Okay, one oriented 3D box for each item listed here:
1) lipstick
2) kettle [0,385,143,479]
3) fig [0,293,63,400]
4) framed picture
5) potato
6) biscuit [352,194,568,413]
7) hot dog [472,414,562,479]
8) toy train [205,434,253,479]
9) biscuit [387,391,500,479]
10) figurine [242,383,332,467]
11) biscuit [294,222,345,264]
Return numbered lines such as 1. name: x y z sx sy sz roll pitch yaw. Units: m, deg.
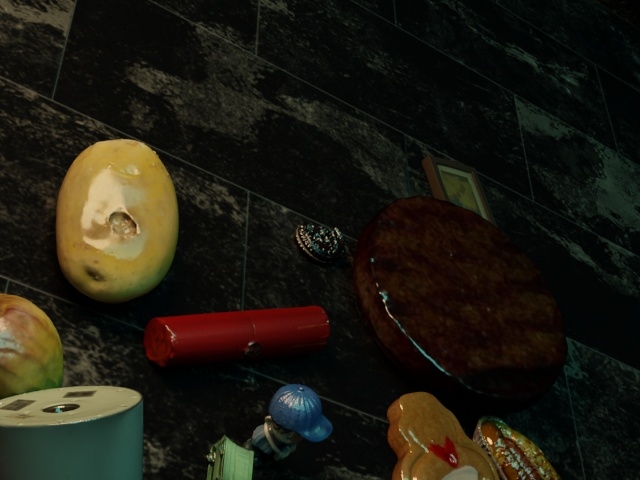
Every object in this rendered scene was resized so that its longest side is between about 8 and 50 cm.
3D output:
1. lipstick: -0.105 0.129 1.474 0.279 0.073 0.073 -1 58 -42
2. kettle: -0.244 0.276 1.110 0.210 0.159 0.243 -31 118 -76
3. fig: -0.328 0.137 1.205 0.230 0.160 0.143 15 88 -35
4. framed picture: 0.265 -0.077 2.034 0.128 0.023 0.168 11 50 -36
5. potato: -0.261 -0.023 1.413 0.150 0.146 0.234 -2 61 9
6. biscuit: 0.225 0.106 1.780 0.407 0.091 0.407 22 44 -23
7. hot dog: 0.308 0.347 1.673 0.192 0.053 0.099 50 34 4
8. toy train: -0.113 0.292 1.348 0.056 0.038 0.093 28 41 -25
9. biscuit: 0.196 0.370 1.556 0.202 0.047 0.334 1 56 -42
10. figurine: -0.048 0.233 1.379 0.077 0.136 0.079 0 65 -42
11. biscuit: 0.000 0.000 1.719 0.087 0.027 0.089 37 40 -13
